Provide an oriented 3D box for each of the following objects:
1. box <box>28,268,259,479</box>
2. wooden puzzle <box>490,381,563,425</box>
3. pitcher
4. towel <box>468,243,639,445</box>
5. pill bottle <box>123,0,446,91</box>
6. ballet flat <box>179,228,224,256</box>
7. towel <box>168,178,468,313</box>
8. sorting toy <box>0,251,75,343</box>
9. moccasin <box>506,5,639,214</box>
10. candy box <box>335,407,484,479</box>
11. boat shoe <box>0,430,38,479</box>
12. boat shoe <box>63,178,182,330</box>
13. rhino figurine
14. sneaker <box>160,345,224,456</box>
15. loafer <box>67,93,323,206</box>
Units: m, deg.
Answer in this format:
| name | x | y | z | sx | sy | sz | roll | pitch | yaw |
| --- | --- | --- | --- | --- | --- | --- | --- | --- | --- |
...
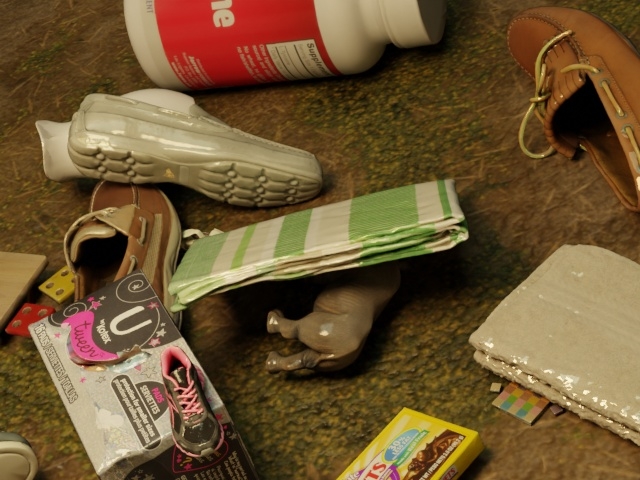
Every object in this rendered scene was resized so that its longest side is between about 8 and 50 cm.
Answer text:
| name | x | y | z | sx | sy | sz | roll | pitch | yaw |
| --- | --- | --- | --- | --- | --- | --- | --- | --- | --- |
| box | -0.178 | 0.174 | 1.378 | 0.142 | 0.163 | 0.247 | -28 | 40 | -11 |
| wooden puzzle | 0.208 | 0.159 | 1.353 | 0.083 | 0.006 | 0.049 | 25 | 57 | 40 |
| pitcher | -0.265 | -0.129 | 1.804 | 0.207 | 0.125 | 0.178 | -11 | -4 | -6 |
| towel | 0.304 | 0.107 | 1.336 | 0.187 | 0.049 | 0.282 | -40 | 44 | -24 |
| pill bottle | -0.044 | -0.334 | 1.849 | 0.408 | 0.229 | 0.229 | -4 | 42 | 20 |
| ballet flat | -0.138 | 0.004 | 1.654 | 0.114 | 0.041 | 0.041 | 3 | 45 | 26 |
| towel | 0.000 | 0.000 | 1.498 | 0.325 | 0.038 | 0.248 | -15 | 13 | 6 |
| sorting toy | -0.412 | 0.076 | 1.684 | 0.274 | 0.046 | 0.132 | 4 | 45 | 27 |
| moccasin | 0.314 | -0.155 | 1.578 | 0.147 | 0.139 | 0.380 | -19 | 48 | -12 |
| candy box | 0.056 | 0.247 | 1.289 | 0.206 | 0.027 | 0.105 | -43 | 32 | -27 |
| boat shoe | -0.456 | 0.258 | 1.445 | 0.319 | 0.116 | 0.099 | -22 | 43 | 7 |
| boat shoe | -0.242 | 0.009 | 1.609 | 0.123 | 0.116 | 0.324 | -38 | 36 | 14 |
| rhino figurine | 0.032 | 0.059 | 1.493 | 0.106 | 0.073 | 0.243 | 1 | 37 | 31 |
| sneaker | -0.123 | 0.144 | 1.227 | 0.047 | 0.057 | 0.119 | -20 | 46 | -8 |
| loafer | -0.151 | -0.120 | 1.670 | 0.319 | 0.112 | 0.111 | 12 | 58 | -7 |
